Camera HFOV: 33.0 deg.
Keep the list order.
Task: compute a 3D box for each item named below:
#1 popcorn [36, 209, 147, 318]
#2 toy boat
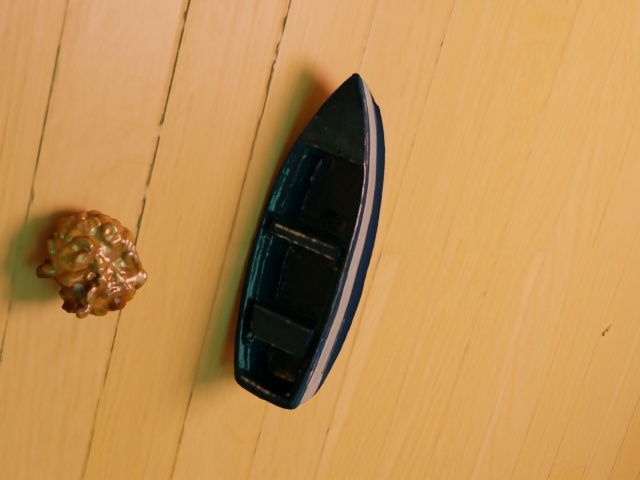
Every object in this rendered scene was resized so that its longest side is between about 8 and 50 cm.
[{"bbox_3d":[-0.173,0.017,0.811,0.083,0.057,0.082,-12,119,-37],"label":"popcorn"},{"bbox_3d":[0.000,0.000,0.950,0.062,0.096,0.299,-2,112,-56],"label":"toy boat"}]
